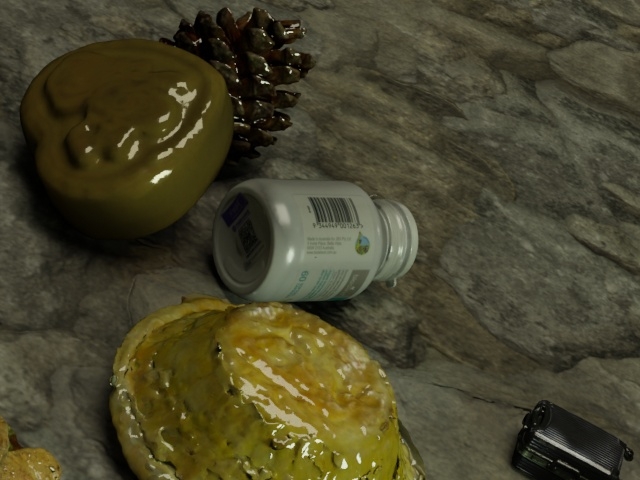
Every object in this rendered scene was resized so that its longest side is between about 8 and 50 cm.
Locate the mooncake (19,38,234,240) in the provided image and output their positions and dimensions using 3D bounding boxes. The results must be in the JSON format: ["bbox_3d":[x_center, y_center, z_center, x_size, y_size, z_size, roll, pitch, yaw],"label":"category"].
[{"bbox_3d":[-0.204,-0.121,1.773,0.234,0.117,0.235,-7,50,8],"label":"mooncake"}]

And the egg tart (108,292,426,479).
[{"bbox_3d":[-0.036,0.163,1.565,0.341,0.132,0.341,21,33,-15],"label":"egg tart"}]

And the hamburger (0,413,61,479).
[{"bbox_3d":[-0.300,0.214,1.286,0.124,0.131,0.262,40,31,-5],"label":"hamburger"}]

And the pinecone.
[{"bbox_3d":[-0.111,-0.189,1.942,0.179,0.204,0.184,43,18,16],"label":"pinecone"}]

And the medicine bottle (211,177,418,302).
[{"bbox_3d":[0.000,0.000,1.823,0.215,0.135,0.135,0,41,-38],"label":"medicine bottle"}]

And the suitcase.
[{"bbox_3d":[0.270,0.233,1.778,0.126,0.059,0.086,28,30,3],"label":"suitcase"}]
